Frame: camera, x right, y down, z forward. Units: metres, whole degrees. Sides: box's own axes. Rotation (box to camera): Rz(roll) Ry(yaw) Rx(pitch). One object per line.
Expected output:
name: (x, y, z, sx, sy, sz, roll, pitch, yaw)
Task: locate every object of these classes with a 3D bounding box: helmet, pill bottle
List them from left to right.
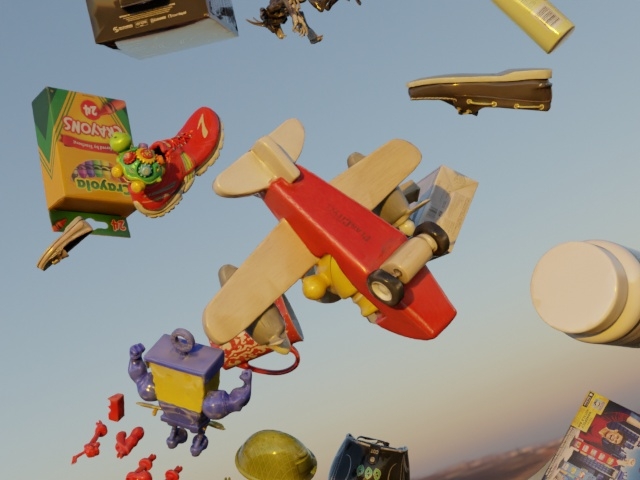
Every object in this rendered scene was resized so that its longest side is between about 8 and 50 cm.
helmet: (0.089, 0.453, 1.754, 0.169, 0.162, 0.169, 12, -4, 1)
pill bottle: (0.450, 0.084, 1.473, 0.161, 0.161, 0.283, -29, -25, 31)

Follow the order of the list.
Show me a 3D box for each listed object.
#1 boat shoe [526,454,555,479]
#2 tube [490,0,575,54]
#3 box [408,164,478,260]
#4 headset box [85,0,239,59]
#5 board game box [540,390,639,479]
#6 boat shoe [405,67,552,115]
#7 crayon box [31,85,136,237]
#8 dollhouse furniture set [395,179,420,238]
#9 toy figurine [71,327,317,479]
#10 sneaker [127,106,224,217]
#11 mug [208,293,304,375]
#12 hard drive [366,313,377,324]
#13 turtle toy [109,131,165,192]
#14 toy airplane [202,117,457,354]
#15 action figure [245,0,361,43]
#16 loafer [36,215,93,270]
boat shoe: (0.408, 0.398, 1.547, 0.083, 0.065, 0.183, 35, -66, -28)
tube: (0.298, -0.396, 1.493, 0.062, 0.240, 0.070, -46, -11, 15)
box: (0.228, -0.046, 2.030, 0.087, 0.169, 0.290, 24, -12, -7)
headset box: (-0.293, -0.426, 1.755, 0.218, 0.110, 0.293, -12, 3, 7)
board game box: (0.405, 0.333, 1.255, 0.194, 0.194, 0.060, -58, -30, -10)
boat shoe: (0.247, -0.228, 1.471, 0.227, 0.069, 0.081, -2, 14, 11)
crayon box: (-0.506, -0.169, 2.066, 0.202, 0.319, 0.081, 4, -25, -44)
dollhouse furniture set: (0.136, -0.070, 1.765, 0.181, 0.101, 0.161, -28, -30, -22)
toy figurine: (-0.189, 0.240, 1.387, 0.362, 0.217, 0.191, 13, 26, 23)
sneaker: (-0.297, -0.177, 1.944, 0.107, 0.279, 0.118, 15, -26, 31)
mug: (-0.125, 0.198, 1.873, 0.169, 0.150, 0.113, -24, -26, 2)
hard drive: (0.126, 0.050, 2.395, 0.040, 0.210, 0.319, 10, -26, 28)
turtle toy: (-0.361, -0.159, 1.843, 0.066, 0.130, 0.095, -55, -4, 39)
toy airplane: (0.000, 0.000, 1.501, 0.386, 0.385, 0.272, -1, -33, -9)
action figure: (-0.044, -0.562, 2.342, 0.275, 0.141, 0.164, -20, 2, 23)
loafer: (-0.481, 0.011, 1.774, 0.125, 0.039, 0.045, -51, -4, -11)
